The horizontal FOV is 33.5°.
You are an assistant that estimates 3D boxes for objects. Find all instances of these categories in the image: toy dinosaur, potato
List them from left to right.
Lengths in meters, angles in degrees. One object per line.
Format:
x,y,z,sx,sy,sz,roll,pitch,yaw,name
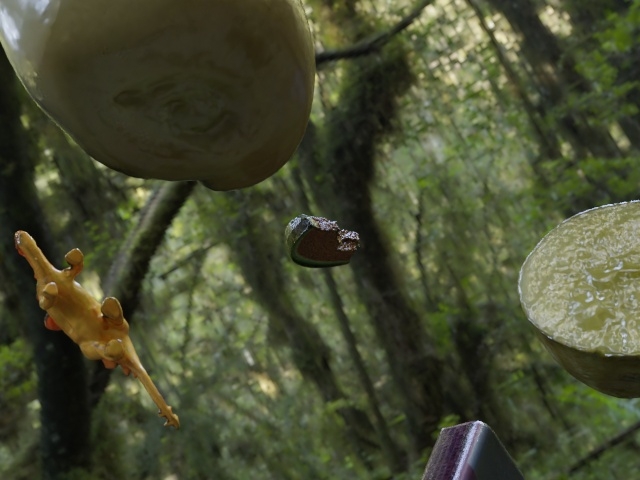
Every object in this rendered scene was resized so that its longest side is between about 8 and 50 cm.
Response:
-0.259,0.105,1.227,0.070,0.288,0.117,-42,3,-24,toy dinosaur
0.293,0.073,0.971,0.203,0.178,0.158,-26,-44,0,potato

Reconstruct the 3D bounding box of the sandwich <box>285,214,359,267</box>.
-0.002,0.000,1.143,0.067,0.029,0.135,-23,-23,13,sandwich

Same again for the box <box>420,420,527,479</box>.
0.124,0.278,0.947,0.069,0.120,0.224,-22,23,37,box

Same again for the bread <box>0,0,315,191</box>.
-0.180,-0.259,1.091,0.348,0.376,0.253,21,-64,-43,bread
